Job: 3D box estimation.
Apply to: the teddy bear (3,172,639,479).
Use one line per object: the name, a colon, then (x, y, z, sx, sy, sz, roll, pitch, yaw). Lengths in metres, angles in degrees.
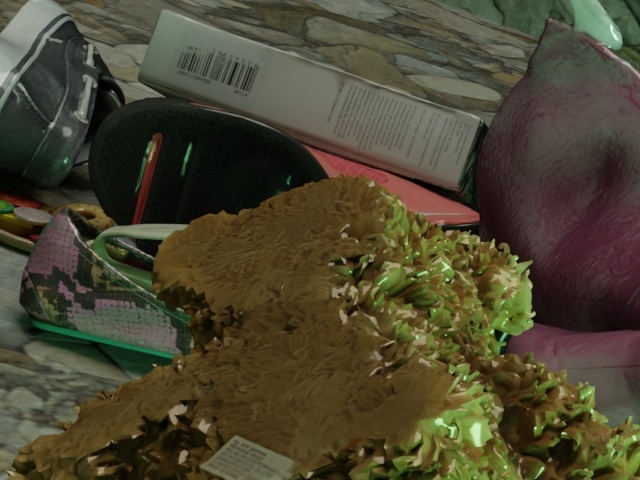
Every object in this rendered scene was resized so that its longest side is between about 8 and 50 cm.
teddy bear: (0.007, 0.102, 0.613, 0.245, 0.113, 0.338, -24, 29, -8)

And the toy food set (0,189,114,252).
toy food set: (-0.169, -0.011, 1.044, 0.083, 0.020, 0.082, 18, 15, 1)

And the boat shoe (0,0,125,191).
boat shoe: (-0.184, -0.095, 1.168, 0.102, 0.108, 0.301, 28, 9, -8)

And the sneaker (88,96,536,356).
sneaker: (0.000, 0.001, 1.073, 0.314, 0.116, 0.136, 21, 4, -11)

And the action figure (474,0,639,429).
action figure: (0.199, 0.044, 0.773, 0.248, 0.275, 0.370, 16, 16, -11)

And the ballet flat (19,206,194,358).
ballet flat: (-0.049, 0.037, 0.898, 0.221, 0.079, 0.077, 19, 15, 4)

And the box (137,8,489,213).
box: (0.024, -0.076, 1.255, 0.232, 0.058, 0.322, 20, 0, 14)
